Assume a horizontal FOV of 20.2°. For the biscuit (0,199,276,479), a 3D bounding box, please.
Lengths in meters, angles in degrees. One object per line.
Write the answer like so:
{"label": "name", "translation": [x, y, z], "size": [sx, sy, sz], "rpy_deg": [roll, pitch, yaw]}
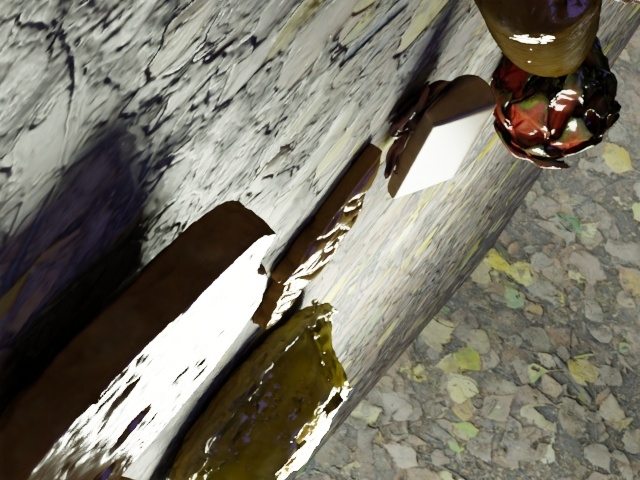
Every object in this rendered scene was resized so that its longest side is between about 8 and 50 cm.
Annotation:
{"label": "biscuit", "translation": [-0.181, 0.138, 1.321], "size": [0.385, 0.062, 0.365], "rpy_deg": [-48, 173, -17]}

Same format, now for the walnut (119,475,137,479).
{"label": "walnut", "translation": [-0.200, 0.310, 1.571], "size": [0.226, 0.193, 0.193], "rpy_deg": [-41, 169, -13]}

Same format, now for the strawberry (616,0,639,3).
{"label": "strawberry", "translation": [0.216, -0.301, 1.178], "size": [0.292, 0.292, 0.343], "rpy_deg": [-54, -165, 11]}

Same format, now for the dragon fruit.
{"label": "dragon fruit", "translation": [0.301, -0.186, 2.297], "size": [0.188, 0.182, 0.182], "rpy_deg": [-42, 180, 37]}

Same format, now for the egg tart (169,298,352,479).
{"label": "egg tart", "translation": [-0.060, 0.216, 2.145], "size": [0.315, 0.120, 0.315], "rpy_deg": [-51, 171, -12]}

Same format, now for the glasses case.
{"label": "glasses case", "translation": [0.105, -0.115, 1.899], "size": [0.103, 0.070, 0.193], "rpy_deg": [-20, 162, -18]}

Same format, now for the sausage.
{"label": "sausage", "translation": [0.206, -0.234, 1.675], "size": [0.123, 0.136, 0.501], "rpy_deg": [-27, 177, 7]}

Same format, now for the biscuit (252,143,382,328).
{"label": "biscuit", "translation": [0.000, 0.000, 1.888], "size": [0.250, 0.035, 0.162], "rpy_deg": [-59, 174, 28]}
